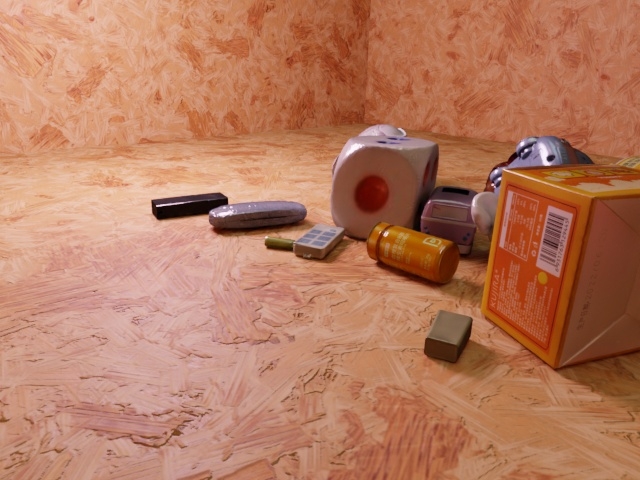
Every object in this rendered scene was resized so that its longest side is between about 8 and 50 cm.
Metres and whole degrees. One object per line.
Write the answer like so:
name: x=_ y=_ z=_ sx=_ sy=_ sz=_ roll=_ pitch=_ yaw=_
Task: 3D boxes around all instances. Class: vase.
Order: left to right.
vase: x=0.189 y=-0.281 z=1.794 sx=0.249 sy=0.250 sz=0.445 roll=8 pitch=25 yaw=18

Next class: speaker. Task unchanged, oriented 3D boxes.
speaker: x=-0.396 y=-0.107 z=1.511 sx=0.218 sy=0.044 sz=0.082 roll=-10 pitch=23 yaw=-29

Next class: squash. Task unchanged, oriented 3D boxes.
squash: x=-0.097 y=0.007 z=1.240 sx=0.083 sy=0.028 sz=0.027 roll=7 pitch=20 yaw=14

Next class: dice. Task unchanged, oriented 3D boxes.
dice: x=0.180 y=-0.150 z=1.370 sx=0.242 sy=0.259 sz=0.251 roll=12 pitch=21 yaw=21

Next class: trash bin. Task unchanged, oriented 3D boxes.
trash bin: x=0.211 y=0.158 z=0.820 sx=0.060 sy=0.043 sz=0.092 roll=11 pitch=23 yaw=24

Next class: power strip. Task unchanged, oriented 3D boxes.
power strip: x=0.000 y=0.000 z=1.258 sx=0.081 sy=0.035 sz=0.192 roll=9 pitch=21 yaw=19

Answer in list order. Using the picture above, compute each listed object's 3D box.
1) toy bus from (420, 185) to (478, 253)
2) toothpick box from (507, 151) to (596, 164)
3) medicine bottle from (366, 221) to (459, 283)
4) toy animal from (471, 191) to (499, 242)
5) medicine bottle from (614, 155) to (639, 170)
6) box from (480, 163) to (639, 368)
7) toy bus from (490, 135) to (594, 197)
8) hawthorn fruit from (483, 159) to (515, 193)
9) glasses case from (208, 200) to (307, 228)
toy bus: x=0.341 y=-0.058 z=1.287 sx=0.141 sy=0.142 sz=0.202 roll=8 pitch=21 yaw=18
toothpick box: x=0.802 y=-0.226 z=1.749 sx=0.294 sy=0.192 sz=0.192 roll=12 pitch=21 yaw=12
medicine bottle: x=0.205 y=0.025 z=1.111 sx=0.191 sy=0.097 sz=0.096 roll=21 pitch=27 yaw=40
toy animal: x=0.467 y=-0.014 z=1.117 sx=0.249 sy=0.174 sz=0.289 roll=51 pitch=17 yaw=25
medicine bottle: x=0.841 y=-0.114 z=1.381 sx=0.242 sy=0.243 sz=0.395 roll=-4 pitch=8 yaw=-16
box: x=0.448 y=0.027 z=0.846 sx=0.259 sy=0.284 sz=0.214 roll=-5 pitch=22 yaw=-20
toy bus: x=0.620 y=-0.136 z=1.348 sx=0.231 sy=0.294 sz=0.198 roll=5 pitch=60 yaw=-12
hawthorn fruit: x=0.632 y=-0.148 z=1.558 sx=0.235 sy=0.181 sz=0.181 roll=27 pitch=29 yaw=25
glasses case: x=-0.175 y=-0.075 z=1.407 sx=0.282 sy=0.067 sz=0.109 roll=-8 pitch=19 yaw=-21
